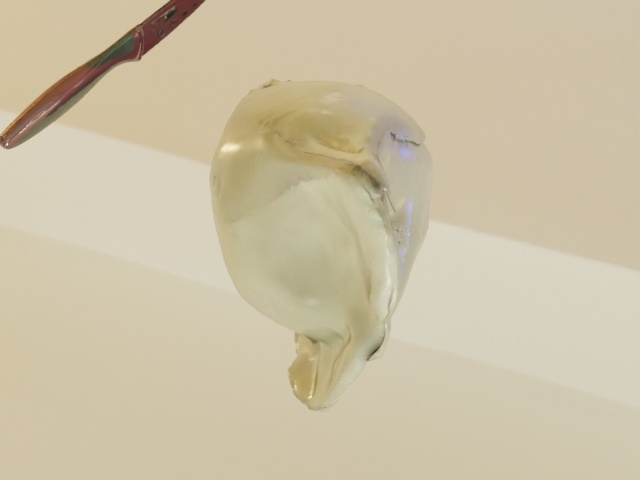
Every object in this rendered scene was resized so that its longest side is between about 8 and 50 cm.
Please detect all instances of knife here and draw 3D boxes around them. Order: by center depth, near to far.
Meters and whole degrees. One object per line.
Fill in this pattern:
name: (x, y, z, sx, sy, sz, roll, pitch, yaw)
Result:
knife: (-0.155, -0.150, 0.830, 0.247, 0.035, 0.018, -40, -112, -13)

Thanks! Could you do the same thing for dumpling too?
dumpling: (0.002, 0.001, 0.846, 0.181, 0.260, 0.341, -12, -159, -34)
